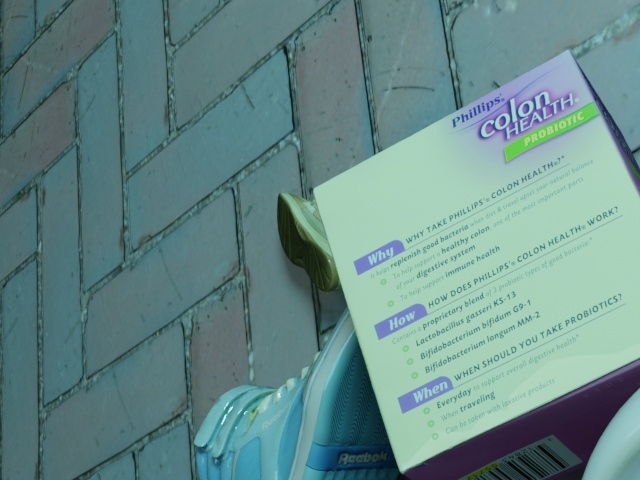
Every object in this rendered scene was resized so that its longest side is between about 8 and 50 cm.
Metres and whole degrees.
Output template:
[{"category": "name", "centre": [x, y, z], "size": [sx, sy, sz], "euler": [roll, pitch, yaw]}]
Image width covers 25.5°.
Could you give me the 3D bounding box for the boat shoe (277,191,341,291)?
[{"category": "boat shoe", "centre": [0.000, -0.001, 1.314], "size": [0.153, 0.048, 0.056], "euler": [-134, 40, -57]}]

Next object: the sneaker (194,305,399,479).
[{"category": "sneaker", "centre": [-0.015, 0.138, 1.213], "size": [0.208, 0.127, 0.319], "euler": [34, 106, 52]}]

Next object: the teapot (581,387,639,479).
[{"category": "teapot", "centre": [0.275, 0.150, 0.773], "size": [0.256, 0.187, 0.252], "euler": [8, 106, 29]}]

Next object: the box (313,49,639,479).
[{"category": "box", "centre": [0.137, 0.032, 0.979], "size": [0.213, 0.117, 0.243], "euler": [-29, 54, 15]}]
